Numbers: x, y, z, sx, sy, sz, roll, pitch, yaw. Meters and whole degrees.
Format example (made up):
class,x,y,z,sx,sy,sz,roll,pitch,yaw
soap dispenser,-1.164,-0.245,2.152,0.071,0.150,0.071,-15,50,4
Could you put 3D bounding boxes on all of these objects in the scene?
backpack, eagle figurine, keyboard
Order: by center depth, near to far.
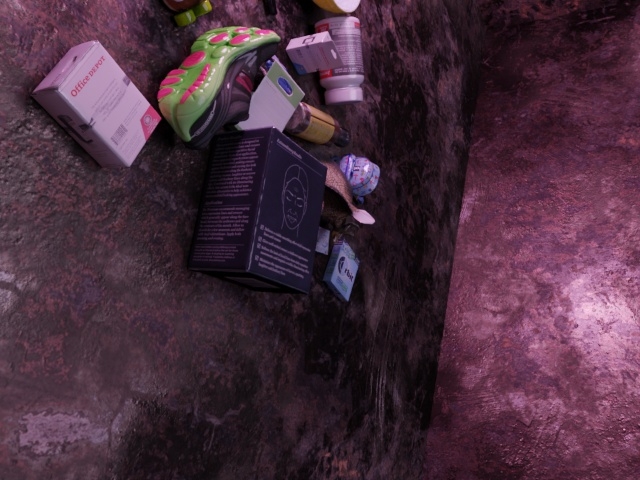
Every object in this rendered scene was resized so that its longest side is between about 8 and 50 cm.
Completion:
class,x,y,z,sx,sy,sz,roll,pitch,yaw
keyboard,-0.175,-0.796,1.740,0.100,0.038,0.192,-70,149,-71
eagle figurine,0.034,-0.144,1.925,0.225,0.226,0.298,-31,123,-32
backpack,0.124,-0.241,2.078,0.117,0.173,0.158,48,51,-48

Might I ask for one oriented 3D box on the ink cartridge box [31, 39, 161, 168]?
class,x,y,z,sx,sy,sz,roll,pitch,yaw
ink cartridge box,-0.466,-0.282,1.191,0.218,0.092,0.158,57,44,-44

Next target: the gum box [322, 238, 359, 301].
class,x,y,z,sx,sy,sz,roll,pitch,yaw
gum box,0.081,0.113,2.133,0.157,0.041,0.184,52,47,-45

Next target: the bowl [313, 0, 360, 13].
class,x,y,z,sx,sy,sz,roll,pitch,yaw
bowl,0.008,-0.907,1.908,0.289,0.156,0.289,0,90,-59

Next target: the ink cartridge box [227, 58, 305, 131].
class,x,y,z,sx,sy,sz,roll,pitch,yaw
ink cartridge box,-0.161,-0.389,1.661,0.171,0.056,0.235,41,73,-50

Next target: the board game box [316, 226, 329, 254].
class,x,y,z,sx,sy,sz,roll,pitch,yaw
board game box,0.000,0.000,2.020,0.090,0.020,0.090,21,73,-56

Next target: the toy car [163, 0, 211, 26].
class,x,y,z,sx,sy,sz,roll,pitch,yaw
toy car,-0.290,-0.639,1.387,0.149,0.189,0.155,-56,135,-42

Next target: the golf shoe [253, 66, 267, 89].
class,x,y,z,sx,sy,sz,roll,pitch,yaw
golf shoe,-0.166,-0.471,1.703,0.186,0.068,0.085,50,27,-57

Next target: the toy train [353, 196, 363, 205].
class,x,y,z,sx,sy,sz,roll,pitch,yaw
toy train,0.134,-0.190,2.224,0.158,0.036,0.027,50,49,-46

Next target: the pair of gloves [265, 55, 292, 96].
class,x,y,z,sx,sy,sz,roll,pitch,yaw
pair of gloves,-0.125,-0.508,1.750,0.159,0.023,0.198,51,21,-36

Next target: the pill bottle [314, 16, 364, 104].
class,x,y,z,sx,sy,sz,roll,pitch,yaw
pill bottle,0.070,-0.632,2.004,0.161,0.161,0.283,-20,106,-57

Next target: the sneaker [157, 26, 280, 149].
class,x,y,z,sx,sy,sz,roll,pitch,yaw
sneaker,-0.259,-0.418,1.494,0.482,0.185,0.202,-57,154,-37

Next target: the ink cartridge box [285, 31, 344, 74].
class,x,y,z,sx,sy,sz,roll,pitch,yaw
ink cartridge box,-0.009,-0.618,1.854,0.104,0.180,0.060,57,44,-42

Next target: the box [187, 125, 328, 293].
class,x,y,z,sx,sy,sz,roll,pitch,yaw
box,-0.162,-0.073,1.573,0.293,0.212,0.395,29,66,-55

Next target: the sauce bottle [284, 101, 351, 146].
class,x,y,z,sx,sy,sz,roll,pitch,yaw
sauce bottle,-0.004,-0.384,1.930,0.344,0.111,0.111,9,82,-58
